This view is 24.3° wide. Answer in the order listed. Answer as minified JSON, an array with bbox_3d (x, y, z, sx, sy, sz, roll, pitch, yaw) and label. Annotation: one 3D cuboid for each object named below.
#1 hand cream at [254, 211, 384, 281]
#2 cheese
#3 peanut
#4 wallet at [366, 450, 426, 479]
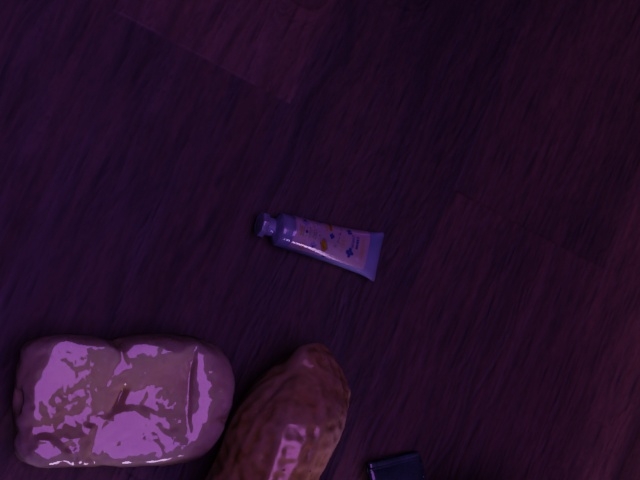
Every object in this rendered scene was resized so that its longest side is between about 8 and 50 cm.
[{"bbox_3d":[0.000,0.000,1.855,0.170,0.043,0.065,16,83,-21],"label":"hand cream"},{"bbox_3d":[-0.230,0.185,1.742,0.263,0.093,0.159,4,90,-21],"label":"cheese"},{"bbox_3d":[-0.056,0.275,1.775,0.153,0.140,0.325,36,75,-43],"label":"peanut"},{"bbox_3d":[0.101,0.337,1.886,0.088,0.026,0.129,-7,86,-36],"label":"wallet"}]
